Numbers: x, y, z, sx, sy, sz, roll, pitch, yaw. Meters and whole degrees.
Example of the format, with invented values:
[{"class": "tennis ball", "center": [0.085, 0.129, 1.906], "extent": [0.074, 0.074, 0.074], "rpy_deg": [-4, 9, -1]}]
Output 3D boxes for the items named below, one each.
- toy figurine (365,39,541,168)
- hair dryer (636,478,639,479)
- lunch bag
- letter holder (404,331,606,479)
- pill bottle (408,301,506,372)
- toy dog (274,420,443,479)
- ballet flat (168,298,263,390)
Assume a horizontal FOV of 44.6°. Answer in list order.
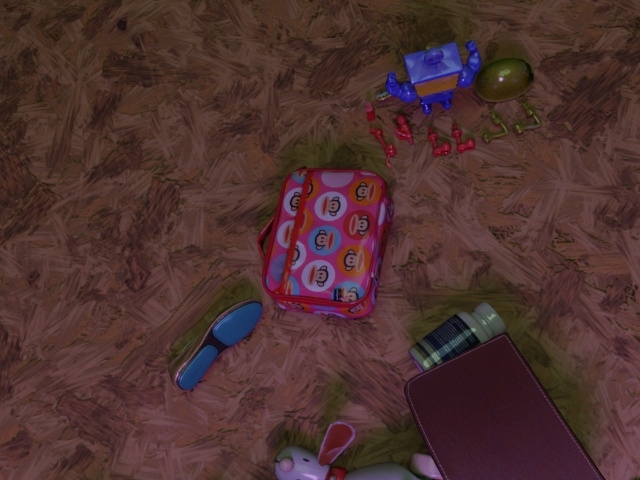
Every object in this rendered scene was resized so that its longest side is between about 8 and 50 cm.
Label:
[{"class": "toy figurine", "center": [0.262, -0.306, 1.560], "extent": [0.362, 0.217, 0.191], "rpy_deg": [-12, 67, 7]}, {"class": "hair dryer", "center": [0.684, 0.418, 1.264], "extent": [0.293, 0.080, 0.223], "rpy_deg": [27, 78, 42]}, {"class": "lunch bag", "center": [0.000, 0.000, 1.551], "extent": [0.258, 0.120, 0.293], "rpy_deg": [5, 68, 17]}, {"class": "letter holder", "center": [0.287, 0.345, 1.278], "extent": [0.214, 0.152, 0.302], "rpy_deg": [-24, 56, -7]}, {"class": "pill bottle", "center": [0.254, 0.189, 1.434], "extent": [0.169, 0.094, 0.094], "rpy_deg": [-36, 67, -4]}, {"class": "toy dog", "center": [0.065, 0.419, 1.320], "extent": [0.333, 0.161, 0.220], "rpy_deg": [-14, 65, 16]}, {"class": "ballet flat", "center": [-0.214, 0.190, 1.537], "extent": [0.232, 0.080, 0.073], "rpy_deg": [-45, 38, -11]}]
